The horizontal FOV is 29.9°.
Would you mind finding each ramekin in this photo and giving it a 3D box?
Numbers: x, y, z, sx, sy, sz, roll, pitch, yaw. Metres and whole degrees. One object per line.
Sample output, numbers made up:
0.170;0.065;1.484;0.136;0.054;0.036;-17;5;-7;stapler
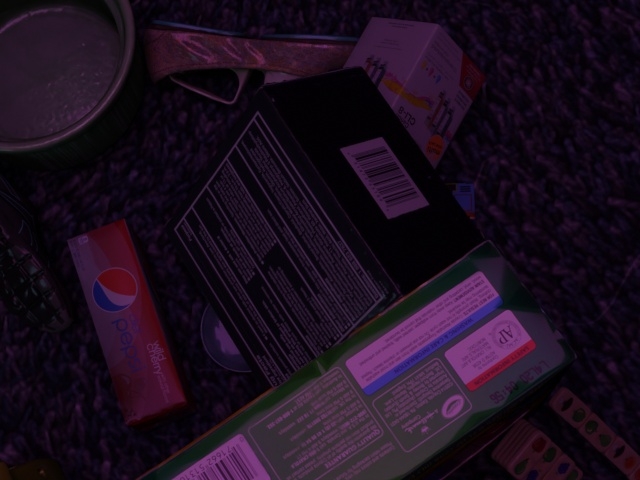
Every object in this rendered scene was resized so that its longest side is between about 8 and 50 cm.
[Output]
-0.385;-0.241;1.640;0.303;0.148;0.303;-1;75;5;ramekin

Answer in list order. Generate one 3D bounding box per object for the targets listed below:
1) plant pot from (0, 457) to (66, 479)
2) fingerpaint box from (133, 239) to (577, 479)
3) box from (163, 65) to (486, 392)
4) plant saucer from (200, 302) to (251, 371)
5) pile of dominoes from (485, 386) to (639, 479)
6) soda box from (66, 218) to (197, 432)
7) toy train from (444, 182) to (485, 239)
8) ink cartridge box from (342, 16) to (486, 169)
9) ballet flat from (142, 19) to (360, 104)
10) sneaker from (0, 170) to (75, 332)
-0.412;0.397;1.441;0.227;0.207;0.228;-23;73;-1;plant pot
0.050;0.228;1.358;0.445;0.371;0.163;-34;75;-5;fingerpaint box
0.000;0.000;1.449;0.183;0.294;0.296;-19;69;-42;box
-0.098;0.116;1.582;0.119;0.021;0.119;-2;75;6;plant saucer
0.290;0.304;1.402;0.251;0.040;0.196;41;87;-31;pile of dominoes
-0.244;0.111;1.561;0.083;0.092;0.263;-21;74;-2;soda box
0.122;-0.019;1.573;0.184;0.080;0.105;-2;66;7;toy train
0.102;-0.181;1.567;0.127;0.128;0.176;19;76;46;ink cartridge box
-0.091;-0.237;1.649;0.316;0.107;0.106;7;95;13;ballet flat
-0.402;-0.001;1.600;0.101;0.106;0.267;-32;95;34;sneaker
